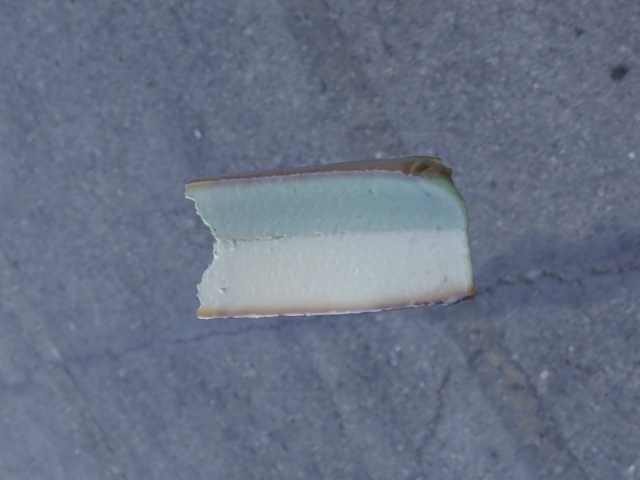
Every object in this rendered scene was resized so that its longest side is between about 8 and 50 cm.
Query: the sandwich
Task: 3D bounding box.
[{"bbox_3d":[0.000,0.000,0.877,0.220,0.186,0.108,-155,59,-84],"label":"sandwich"}]
